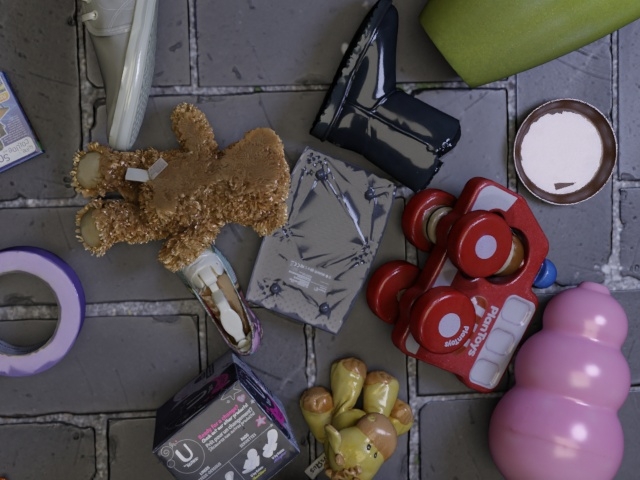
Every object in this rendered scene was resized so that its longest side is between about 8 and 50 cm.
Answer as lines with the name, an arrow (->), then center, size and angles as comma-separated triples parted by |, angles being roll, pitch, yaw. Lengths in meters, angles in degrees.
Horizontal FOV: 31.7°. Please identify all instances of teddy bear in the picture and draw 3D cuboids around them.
teddy bear -> -0.210, -0.075, 1.684 | 0.338, 0.113, 0.245 | -23, 72, -1

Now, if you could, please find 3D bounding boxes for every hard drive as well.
hard drive -> 0.000, 0.000, 1.741 | 0.172, 0.054, 0.254 | 21, 92, -8

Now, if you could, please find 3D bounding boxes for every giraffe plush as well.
giraffe plush -> 0.052, 0.301, 1.716 | 0.181, 0.170, 0.210 | 28, 92, -8

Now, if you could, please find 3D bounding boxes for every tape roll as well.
tape roll -> -0.450, 0.104, 1.690 | 0.189, 0.080, 0.189 | -1, 95, -7

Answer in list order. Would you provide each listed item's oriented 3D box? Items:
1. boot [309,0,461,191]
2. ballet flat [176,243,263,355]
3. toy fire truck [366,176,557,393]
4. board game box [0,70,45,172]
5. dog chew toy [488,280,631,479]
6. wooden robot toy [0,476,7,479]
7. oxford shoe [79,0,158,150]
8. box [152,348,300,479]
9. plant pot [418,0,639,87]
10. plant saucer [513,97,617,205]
boot -> 0.122, -0.219, 1.711 | 0.207, 0.094, 0.246 | 25, 86, -10
ballet flat -> -0.157, 0.081, 1.720 | 0.077, 0.079, 0.221 | -31, 97, -2
toy fire truck -> 0.238, 0.067, 1.737 | 0.254, 0.169, 0.302 | 25, 93, -32
board game box -> -0.533, -0.149, 1.680 | 0.201, 0.035, 0.136 | -25, 97, -3
dog chew toy -> 0.383, 0.227, 1.740 | 0.207, 0.206, 0.331 | 16, 85, -7
wooden robot toy -> -0.491, 0.404, 1.721 | 0.173, 0.076, 0.079 | 21, 82, -8
oxford shoe -> -0.295, -0.352, 1.624 | 0.130, 0.169, 0.449 | 3, 88, -9
box -> -0.142, 0.275, 1.654 | 0.163, 0.247, 0.142 | -40, 99, -2
plant pot -> 0.301, -0.364, 1.656 | 0.293, 0.275, 0.275 | -38, 98, 14
plant saucer -> 0.384, -0.140, 1.783 | 0.168, 0.029, 0.168 | 0, 94, -6
